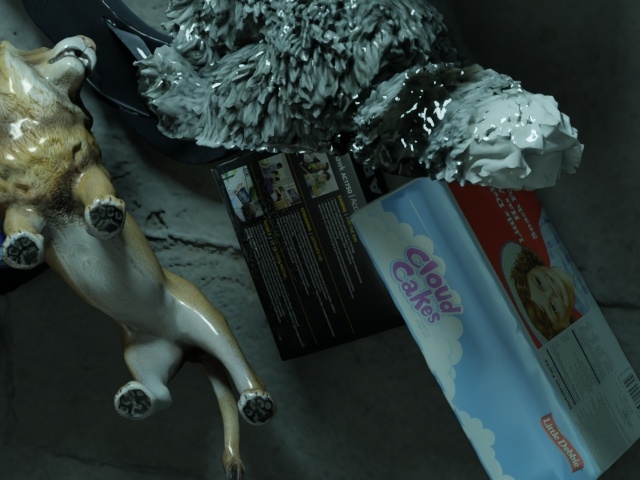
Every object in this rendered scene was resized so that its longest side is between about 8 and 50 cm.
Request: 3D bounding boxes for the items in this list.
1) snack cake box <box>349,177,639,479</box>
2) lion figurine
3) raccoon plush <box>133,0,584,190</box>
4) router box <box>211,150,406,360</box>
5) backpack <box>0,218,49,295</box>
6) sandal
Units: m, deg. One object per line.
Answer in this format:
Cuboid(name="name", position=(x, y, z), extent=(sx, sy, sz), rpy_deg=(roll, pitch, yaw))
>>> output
Cuboid(name="snack cake box", position=(0.146, 0.063, 1.554), extent=(0.089, 0.152, 0.264), rpy_deg=(-29, 88, 31))
Cuboid(name="lion figurine", position=(-0.175, 0.019, 1.695), extent=(0.142, 0.240, 0.392), rpy_deg=(-28, 113, -1))
Cuboid(name="raccoon plush", position=(0.037, -0.220, 1.488), extent=(0.446, 0.216, 0.299), rpy_deg=(11, 106, 38))
Cuboid(name="router box", position=(0.000, 0.000, 1.676), extent=(0.133, 0.046, 0.179), rpy_deg=(-18, 95, 30))
Cuboid(name="backpack", position=(-0.317, -0.043, 1.775), extent=(0.117, 0.158, 0.173), rpy_deg=(-30, 78, 26))
Cuboid(name="sandal", position=(-0.170, -0.151, 1.722), extent=(0.254, 0.054, 0.097), rpy_deg=(39, 117, 14))
